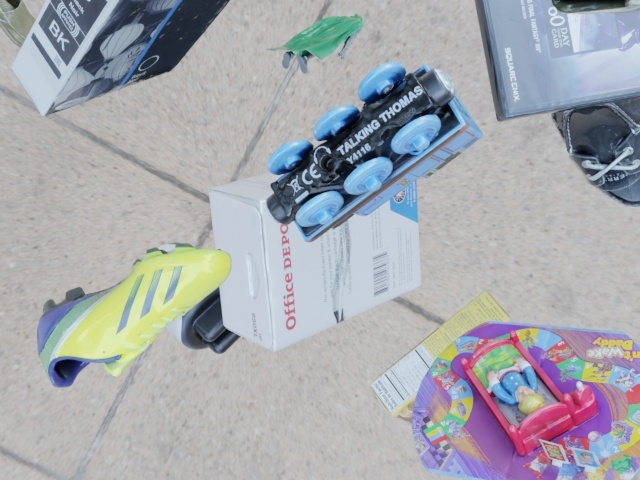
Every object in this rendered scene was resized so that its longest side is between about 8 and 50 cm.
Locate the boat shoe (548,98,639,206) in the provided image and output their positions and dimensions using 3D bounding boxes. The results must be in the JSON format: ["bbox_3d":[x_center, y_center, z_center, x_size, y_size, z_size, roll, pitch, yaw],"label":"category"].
[{"bbox_3d":[0.337,-0.110,0.927,0.108,0.301,0.102,-12,70,27],"label":"boat shoe"}]

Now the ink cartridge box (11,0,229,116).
[{"bbox_3d":[-0.127,-0.228,0.661,0.165,0.332,0.065,-33,88,-42],"label":"ink cartridge box"}]

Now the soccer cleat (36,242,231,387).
[{"bbox_3d":[-0.215,0.092,0.938,0.289,0.093,0.121,-24,66,24],"label":"soccer cleat"}]

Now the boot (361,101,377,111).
[{"bbox_3d":[0.093,-0.157,1.208,0.099,0.045,0.121,40,76,-38],"label":"boot"}]

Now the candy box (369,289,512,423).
[{"bbox_3d":[0.161,0.151,1.005,0.186,0.109,0.053,-39,61,6],"label":"candy box"}]

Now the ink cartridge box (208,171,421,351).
[{"bbox_3d":[0.000,0.000,1.528,0.394,0.166,0.286,-19,114,-38],"label":"ink cartridge box"}]

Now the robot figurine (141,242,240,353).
[{"bbox_3d":[-0.273,0.119,1.706,0.278,0.173,0.209,36,123,34],"label":"robot figurine"}]

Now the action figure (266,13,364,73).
[{"bbox_3d":[0.017,-0.410,1.626,0.232,0.137,0.064,-40,139,-36],"label":"action figure"}]

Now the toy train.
[{"bbox_3d":[0.040,-0.069,0.653,0.184,0.105,0.080,-37,68,21],"label":"toy train"}]

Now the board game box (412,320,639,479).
[{"bbox_3d":[0.139,0.100,0.538,0.133,0.168,0.033,-61,139,-35],"label":"board game box"}]

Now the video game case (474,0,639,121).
[{"bbox_3d":[0.277,-0.229,0.745,0.274,0.026,0.196,-11,91,-10],"label":"video game case"}]

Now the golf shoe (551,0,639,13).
[{"bbox_3d":[0.204,-0.158,0.446,0.086,0.176,0.069,-30,101,-19],"label":"golf shoe"}]

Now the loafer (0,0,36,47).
[{"bbox_3d":[-0.520,-0.380,1.362,0.148,0.050,0.056,40,51,-26],"label":"loafer"}]
